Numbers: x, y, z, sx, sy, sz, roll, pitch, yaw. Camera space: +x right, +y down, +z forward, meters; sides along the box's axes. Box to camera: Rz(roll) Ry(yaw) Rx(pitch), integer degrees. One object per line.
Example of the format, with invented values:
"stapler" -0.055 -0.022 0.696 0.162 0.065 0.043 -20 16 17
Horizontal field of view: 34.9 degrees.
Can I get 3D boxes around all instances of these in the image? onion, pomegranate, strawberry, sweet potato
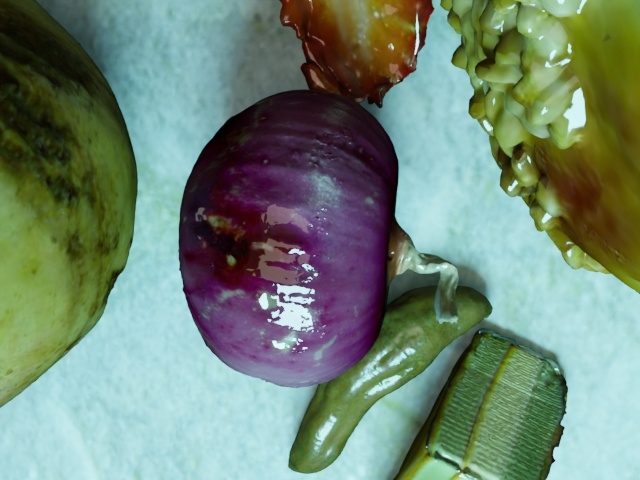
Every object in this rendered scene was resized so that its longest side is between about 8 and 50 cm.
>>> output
"onion" -0.011 -0.002 0.608 0.154 0.177 0.177 -17 94 -7
"pomegranate" -0.270 -0.033 0.602 0.322 0.322 0.322 2 98 14
"strawberry" 0.017 -0.181 0.632 0.121 0.082 0.188 0 111 20
"sweet potato" 0.031 0.088 0.674 0.053 0.054 0.182 47 108 13

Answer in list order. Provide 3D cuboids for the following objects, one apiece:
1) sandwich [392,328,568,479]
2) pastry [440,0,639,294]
"sandwich" 0.096 0.156 0.685 0.079 0.113 0.163 28 138 8
"pastry" 0.176 -0.150 0.447 0.245 0.409 0.409 -6 96 4
